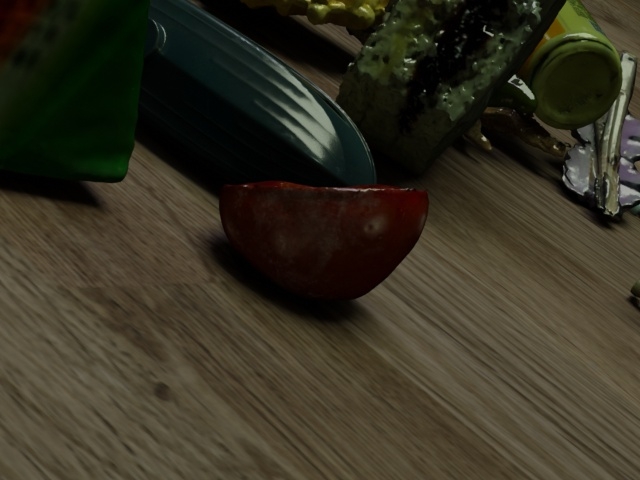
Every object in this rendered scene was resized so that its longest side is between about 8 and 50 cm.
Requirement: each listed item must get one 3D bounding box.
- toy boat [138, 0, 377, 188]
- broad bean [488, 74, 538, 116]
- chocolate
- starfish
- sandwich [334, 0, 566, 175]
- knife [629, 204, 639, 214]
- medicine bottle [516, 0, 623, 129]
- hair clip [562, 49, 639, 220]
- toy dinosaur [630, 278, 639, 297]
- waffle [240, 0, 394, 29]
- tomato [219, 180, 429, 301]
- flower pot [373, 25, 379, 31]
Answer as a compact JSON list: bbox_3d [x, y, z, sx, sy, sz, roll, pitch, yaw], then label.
[{"bbox_3d":[-0.069,-0.108,1.463,0.296,0.114,0.122,36,1,20],"label":"toy boat"},{"bbox_3d":[0.160,-0.194,1.956,0.195,0.046,0.061,23,52,10],"label":"broad bean"},{"bbox_3d":[-0.335,-0.203,1.266,0.341,0.161,0.360,5,30,-43],"label":"chocolate"},{"bbox_3d":[0.177,-0.174,2.044,0.299,0.060,0.302,11,31,-31],"label":"starfish"},{"bbox_3d":[0.145,-0.209,1.726,0.131,0.262,0.325,40,42,5],"label":"sandwich"},{"bbox_3d":[0.360,-0.106,2.144,0.123,0.053,0.278,31,19,-6],"label":"knife"},{"bbox_3d":[0.266,-0.237,2.039,0.124,0.124,0.239,19,25,-23],"label":"medicine bottle"},{"bbox_3d":[0.339,-0.114,2.018,0.106,0.084,0.292,25,42,-10],"label":"hair clip"},{"bbox_3d":[0.379,0.086,1.640,0.200,0.072,0.251,43,12,14],"label":"toy dinosaur"},{"bbox_3d":[-0.022,-0.305,2.015,0.309,0.065,0.283,5,18,-22],"label":"waffle"},{"bbox_3d":[0.000,0.000,1.316,0.159,0.091,0.139,5,1,19],"label":"tomato"},{"bbox_3d":[0.163,-0.376,2.254,0.290,0.259,0.290,25,18,-9],"label":"flower pot"}]
